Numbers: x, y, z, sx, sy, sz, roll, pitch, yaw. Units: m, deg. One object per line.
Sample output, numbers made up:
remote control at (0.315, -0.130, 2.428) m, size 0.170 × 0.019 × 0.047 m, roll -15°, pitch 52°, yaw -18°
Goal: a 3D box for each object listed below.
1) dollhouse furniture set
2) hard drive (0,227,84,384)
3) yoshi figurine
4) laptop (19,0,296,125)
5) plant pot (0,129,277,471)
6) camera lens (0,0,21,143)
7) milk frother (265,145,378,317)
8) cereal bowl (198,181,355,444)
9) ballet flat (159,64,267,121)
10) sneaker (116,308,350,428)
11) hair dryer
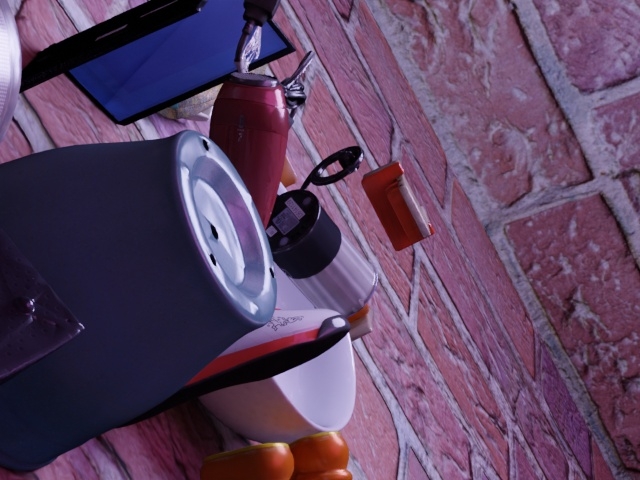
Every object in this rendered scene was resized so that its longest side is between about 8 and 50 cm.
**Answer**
dollhouse furniture set at (0.000, 0.000, 2.171) m, size 0.262 × 0.259 × 0.135 m, roll 62°, pitch 8°, yaw -13°
hard drive at (-0.299, 0.053, 1.207) m, size 0.172 × 0.054 × 0.254 m, roll 48°, pitch 36°, yaw 14°
yoshi figurine at (-0.024, 0.387, 1.794) m, size 0.203 × 0.203 × 0.362 m, roll 75°, pitch 0°, yaw -78°
laptop at (-0.176, -0.179, 1.888) m, size 0.137 × 0.234 × 0.264 m, roll 63°, pitch 17°, yaw -16°
plant pot at (-0.187, 0.033, 1.558) m, size 0.272 × 0.255 × 0.272 m, roll 56°, pitch 21°, yaw -35°
camera lens at (-0.361, -0.132, 1.284) m, size 0.219 × 0.219 × 0.274 m, roll 70°, pitch 17°, yaw 6°
milk frother at (0.016, -0.013, 1.950) m, size 0.135 × 0.143 × 0.129 m, roll 49°, pitch 18°, yaw -41°
cereal bowl at (-0.095, 0.076, 1.985) m, size 0.339 × 0.141 × 0.339 m, roll 57°, pitch 19°, yaw -33°
ballet flat at (-0.141, -0.212, 2.280) m, size 0.123 × 0.123 × 0.348 m, roll 67°, pitch 16°, yaw -4°
sneaker at (-0.114, 0.074, 1.760) m, size 0.090 × 0.270 × 0.145 m, roll 110°, pitch -41°, yaw -66°
hair dryer at (-0.049, -0.110, 1.841) m, size 0.223 × 0.080 × 0.293 m, roll 65°, pitch 38°, yaw -58°
